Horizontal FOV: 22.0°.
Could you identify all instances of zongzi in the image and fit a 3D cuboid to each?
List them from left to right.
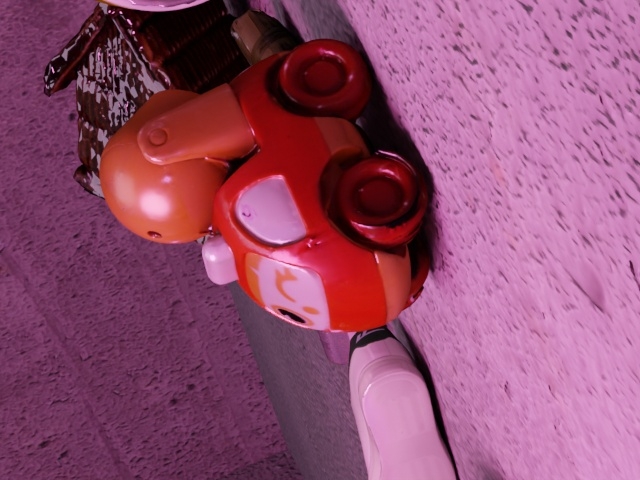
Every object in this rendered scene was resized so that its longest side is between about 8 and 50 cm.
[{"bbox_3d":[-0.035,-0.170,1.654,0.104,0.052,0.113,56,180,34],"label":"zongzi"}]

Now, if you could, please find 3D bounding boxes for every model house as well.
[{"bbox_3d":[-0.143,-0.193,1.870,0.297,0.317,0.282,13,120,26],"label":"model house"}]

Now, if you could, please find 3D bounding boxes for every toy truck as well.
[{"bbox_3d":[-0.047,-0.029,1.378,0.189,0.239,0.265,82,164,-64],"label":"toy truck"}]

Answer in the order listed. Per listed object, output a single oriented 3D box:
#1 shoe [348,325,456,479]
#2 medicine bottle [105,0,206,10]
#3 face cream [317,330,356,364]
[{"bbox_3d":[0.082,0.202,1.747,0.110,0.095,0.265,-112,10,-49],"label":"shoe"},{"bbox_3d":[-0.166,-0.318,1.500,0.379,0.214,0.213,-142,30,-76],"label":"medicine bottle"},{"bbox_3d":[0.000,0.000,1.773,0.073,0.073,0.283,-128,18,-65],"label":"face cream"}]
